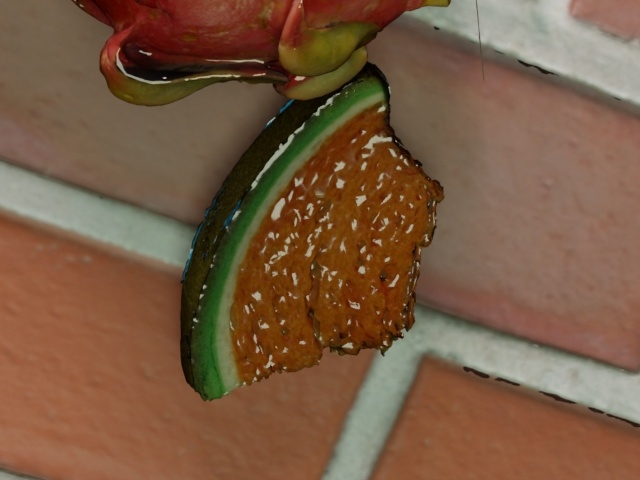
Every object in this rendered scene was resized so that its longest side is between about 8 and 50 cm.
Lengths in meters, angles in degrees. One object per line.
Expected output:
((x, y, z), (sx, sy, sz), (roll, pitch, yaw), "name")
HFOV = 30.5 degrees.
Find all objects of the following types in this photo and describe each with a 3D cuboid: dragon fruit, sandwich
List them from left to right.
((-0.068, -0.207, 0.644), (0.307, 0.227, 0.243), (44, 96, -3), "dragon fruit")
((-0.007, -0.009, 0.783), (0.159, 0.079, 0.235), (6, 110, -19), "sandwich")

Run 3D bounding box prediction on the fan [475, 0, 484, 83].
((0.083, -0.222, 0.660), (0.009, 0.191, 0.329), (-3, 131, 11), "fan")
